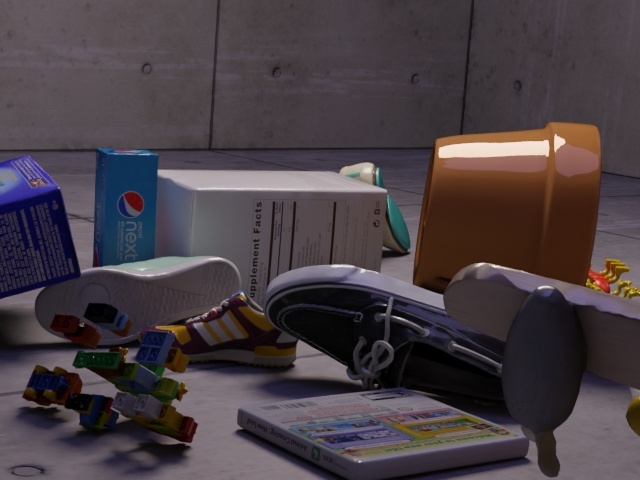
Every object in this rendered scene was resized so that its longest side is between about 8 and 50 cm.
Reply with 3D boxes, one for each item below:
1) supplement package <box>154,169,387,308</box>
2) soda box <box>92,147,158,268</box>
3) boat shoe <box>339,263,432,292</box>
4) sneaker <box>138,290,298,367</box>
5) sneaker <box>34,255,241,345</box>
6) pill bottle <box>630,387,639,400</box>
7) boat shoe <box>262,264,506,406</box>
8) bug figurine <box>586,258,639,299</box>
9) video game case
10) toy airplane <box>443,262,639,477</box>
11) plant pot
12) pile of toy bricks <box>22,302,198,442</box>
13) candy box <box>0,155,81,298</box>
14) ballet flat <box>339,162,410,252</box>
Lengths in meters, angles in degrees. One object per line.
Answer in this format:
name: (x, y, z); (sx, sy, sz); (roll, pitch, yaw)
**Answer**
supplement package: (-0.081, -0.001, 1.992); (0.293, 0.175, 0.177); (0, 11, -26)
soda box: (-0.257, -0.013, 1.877); (0.071, 0.210, 0.067); (0, 10, -20)
boat shoe: (0.096, 0.093, 1.845); (0.228, 0.068, 0.081); (16, -20, 44)
sneaker: (-0.117, 0.096, 1.655); (0.185, 0.084, 0.069); (4, 9, -6)
sneaker: (-0.241, 0.075, 1.762); (0.256, 0.094, 0.151); (-8, 1, -27)
pill bottle: (0.438, 0.139, 1.568); (0.180, 0.108, 0.108); (5, 9, -2)
boat shoe: (0.077, 0.116, 1.558); (0.306, 0.113, 0.105); (16, 44, 5)
bug figurine: (0.332, 0.066, 2.093); (0.279, 0.072, 0.216); (7, 14, -16)
video game case: (0.059, 0.184, 1.380); (0.212, 0.023, 0.193); (-2, 11, -37)
toy airplane: (0.326, 0.128, 1.082); (0.384, 0.272, 0.386); (35, -19, -24)
plant pot: (0.233, -0.021, 1.848); (0.203, 0.291, 0.291); (9, 9, 1)
pile of toy bricks: (-0.182, 0.136, 1.382); (0.212, 0.118, 0.105); (1, -28, 43)
candy box: (-0.468, 0.008, 1.699); (0.317, 0.122, 0.268); (-15, 16, -15)
ballet flat: (0.088, -0.052, 2.437); (0.086, 0.086, 0.248); (8, -28, 24)
